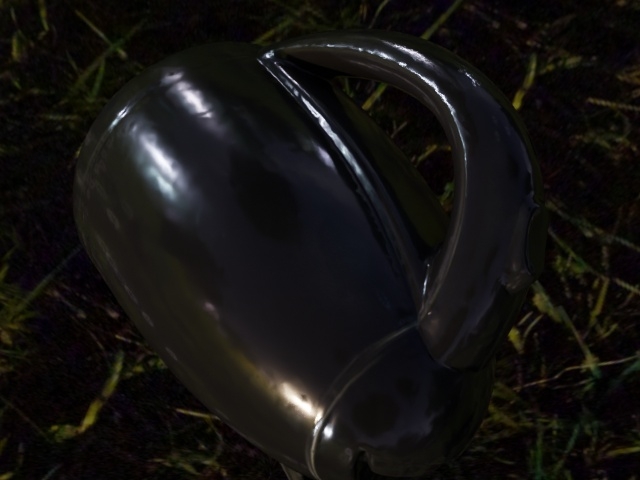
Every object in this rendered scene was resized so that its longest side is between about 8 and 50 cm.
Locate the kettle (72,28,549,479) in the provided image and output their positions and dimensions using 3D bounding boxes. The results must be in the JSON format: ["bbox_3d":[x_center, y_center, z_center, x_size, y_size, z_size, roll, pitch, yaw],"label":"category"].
[{"bbox_3d":[0.000,0.000,0.472,0.290,0.207,0.268,46,118,43],"label":"kettle"}]
